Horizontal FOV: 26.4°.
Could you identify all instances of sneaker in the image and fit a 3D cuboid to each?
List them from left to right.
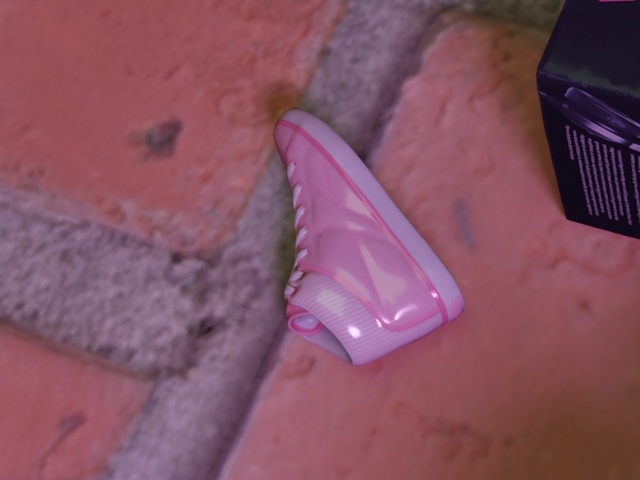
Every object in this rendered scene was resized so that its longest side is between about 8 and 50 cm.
[{"bbox_3d":[0.000,0.000,0.628,0.070,0.051,0.134,-34,64,-7],"label":"sneaker"}]

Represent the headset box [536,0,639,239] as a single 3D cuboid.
[{"bbox_3d":[0.267,-0.100,0.552,0.283,0.131,0.246,19,72,23],"label":"headset box"}]
